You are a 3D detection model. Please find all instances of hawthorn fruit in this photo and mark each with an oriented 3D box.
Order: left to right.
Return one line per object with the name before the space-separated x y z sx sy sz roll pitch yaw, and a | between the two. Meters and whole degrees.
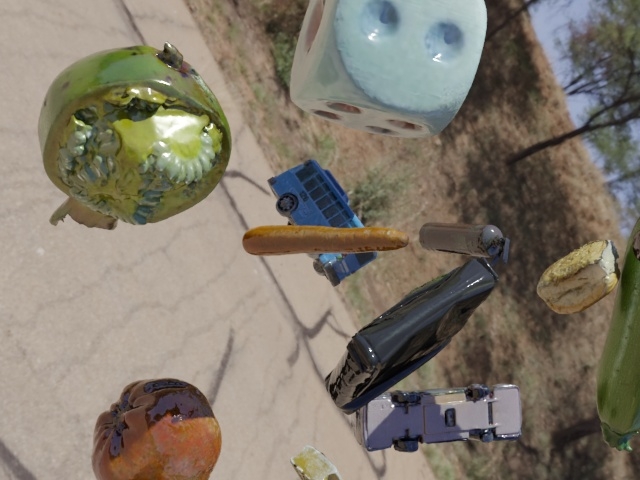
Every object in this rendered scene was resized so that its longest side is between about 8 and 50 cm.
hawthorn fruit | -0.336 0.449 1.423 0.298 0.277 0.277 52 17 -21

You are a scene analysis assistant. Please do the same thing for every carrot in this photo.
carrot | 0.000 0.000 0.857 0.043 0.248 0.043 2 88 -62

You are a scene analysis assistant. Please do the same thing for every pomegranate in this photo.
pomegranate | -0.280 -0.128 0.938 0.260 0.341 0.260 34 32 -26

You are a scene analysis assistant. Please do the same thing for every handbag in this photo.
handbag | 0.119 0.130 0.924 0.080 0.247 0.223 50 -27 21

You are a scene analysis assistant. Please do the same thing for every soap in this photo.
soap | 0.029 0.752 1.934 0.173 0.089 0.274 21 -39 54

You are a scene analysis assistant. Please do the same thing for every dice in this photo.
dice | 0.109 -0.334 1.134 0.268 0.263 0.264 -167 -90 -75

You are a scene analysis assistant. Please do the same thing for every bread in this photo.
bread | 0.404 0.063 1.013 0.082 0.125 0.106 53 35 -4

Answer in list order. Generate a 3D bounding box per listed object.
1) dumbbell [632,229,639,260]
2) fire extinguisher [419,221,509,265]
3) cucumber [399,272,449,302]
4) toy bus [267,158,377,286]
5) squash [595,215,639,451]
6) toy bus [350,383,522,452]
dumbbell | 0.464 0.086 0.791 0.124 0.140 0.225 69 20 -71
fire extinguisher | 0.321 0.007 1.438 0.072 0.089 0.268 33 -13 -27
cucumber | 0.275 0.136 1.640 0.069 0.227 0.069 28 43 -30
toy bus | 0.003 -0.042 1.283 0.234 0.134 0.116 57 -2 27
squash | 0.505 0.136 1.018 0.107 0.107 0.395 -33 132 -77
toy bus | 0.207 0.319 1.206 0.138 0.317 0.112 160 -68 -71
